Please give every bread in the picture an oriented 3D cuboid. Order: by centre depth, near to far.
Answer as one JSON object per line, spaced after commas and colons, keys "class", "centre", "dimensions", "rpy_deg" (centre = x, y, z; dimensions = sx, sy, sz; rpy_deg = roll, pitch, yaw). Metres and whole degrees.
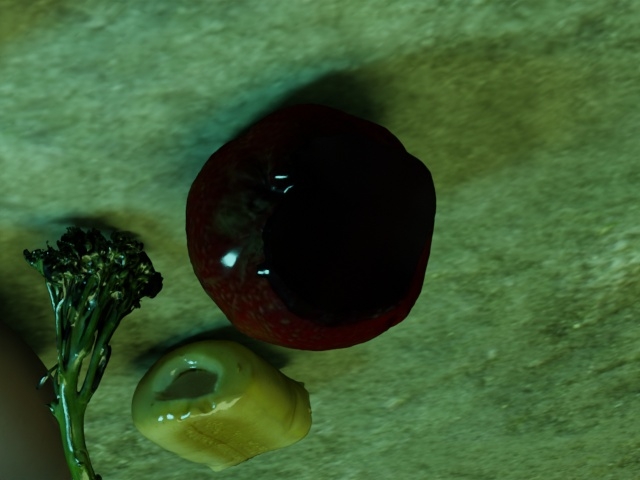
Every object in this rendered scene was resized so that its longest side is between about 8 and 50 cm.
{"class": "bread", "centre": [-0.093, 0.148, 1.621], "dimensions": [0.134, 0.085, 0.173], "rpy_deg": [-20, 154, 12]}

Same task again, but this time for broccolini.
{"class": "broccolini", "centre": [-0.169, 0.112, 1.404], "dimensions": [0.123, 0.062, 0.272], "rpy_deg": [-21, 115, -35]}

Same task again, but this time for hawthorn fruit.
{"class": "hawthorn fruit", "centre": [0.000, 0.000, 1.322], "dimensions": [0.189, 0.190, 0.251], "rpy_deg": [-19, 166, 3]}

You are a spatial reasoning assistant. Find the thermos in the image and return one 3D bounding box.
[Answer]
{"class": "thermos", "centre": [-0.310, 0.112, 1.394], "dimensions": [0.176, 0.146, 0.265], "rpy_deg": [3, 148, 16]}
